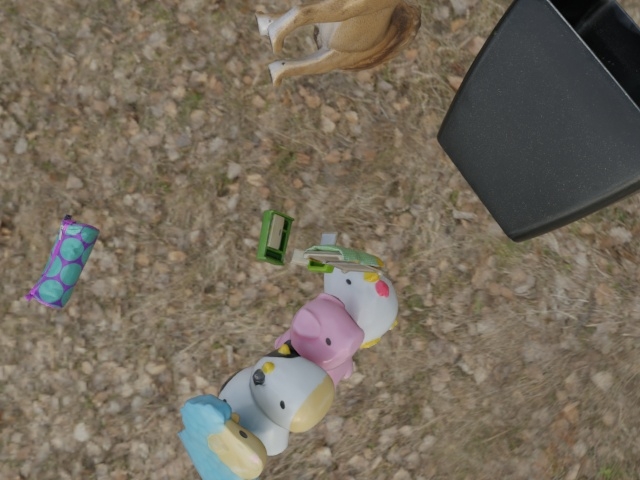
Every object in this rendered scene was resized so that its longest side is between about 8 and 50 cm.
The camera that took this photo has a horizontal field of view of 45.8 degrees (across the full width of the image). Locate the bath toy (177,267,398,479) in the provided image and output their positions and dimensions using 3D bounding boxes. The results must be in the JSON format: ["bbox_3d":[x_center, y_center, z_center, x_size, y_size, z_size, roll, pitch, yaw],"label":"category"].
[{"bbox_3d":[-0.017,0.124,0.862,0.151,0.348,0.129,-8,113,38],"label":"bath toy"}]

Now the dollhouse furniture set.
[{"bbox_3d":[0.000,0.000,0.827,0.152,0.076,0.058,1,76,43],"label":"dollhouse furniture set"}]

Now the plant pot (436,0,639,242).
[{"bbox_3d":[0.222,-0.102,0.683,0.167,0.188,0.187,-45,72,36],"label":"plant pot"}]

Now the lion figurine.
[{"bbox_3d":[0.041,-0.299,0.960,0.240,0.392,0.142,-15,94,-3],"label":"lion figurine"}]

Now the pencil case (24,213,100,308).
[{"bbox_3d":[-0.427,0.037,1.256,0.064,0.070,0.151,23,89,39],"label":"pencil case"}]
